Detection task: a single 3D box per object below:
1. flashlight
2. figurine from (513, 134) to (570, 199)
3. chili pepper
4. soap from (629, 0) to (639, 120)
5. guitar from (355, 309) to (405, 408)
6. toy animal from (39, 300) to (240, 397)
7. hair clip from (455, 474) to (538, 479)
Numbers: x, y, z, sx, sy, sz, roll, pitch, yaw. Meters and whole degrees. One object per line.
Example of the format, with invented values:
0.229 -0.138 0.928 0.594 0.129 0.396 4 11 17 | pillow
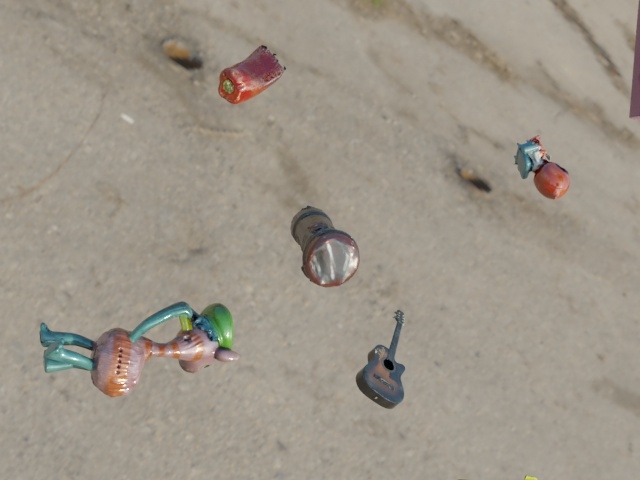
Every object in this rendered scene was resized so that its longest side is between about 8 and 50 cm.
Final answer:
0.000 0.000 1.644 0.093 0.093 0.232 30 10 -18 | flashlight
0.434 -0.137 2.029 0.075 0.068 0.140 -19 58 -18 | figurine
-0.131 -0.295 1.864 0.123 0.070 0.073 -37 115 -33 | chili pepper
0.628 -0.341 1.832 0.081 0.259 0.181 5 2 -13 | soap
0.121 0.199 1.826 0.088 0.025 0.233 35 36 -11 | guitar
-0.186 0.105 1.084 0.208 0.103 0.100 -2 40 -25 | toy animal
0.301 0.439 1.817 0.072 0.173 0.046 24 63 -45 | hair clip
